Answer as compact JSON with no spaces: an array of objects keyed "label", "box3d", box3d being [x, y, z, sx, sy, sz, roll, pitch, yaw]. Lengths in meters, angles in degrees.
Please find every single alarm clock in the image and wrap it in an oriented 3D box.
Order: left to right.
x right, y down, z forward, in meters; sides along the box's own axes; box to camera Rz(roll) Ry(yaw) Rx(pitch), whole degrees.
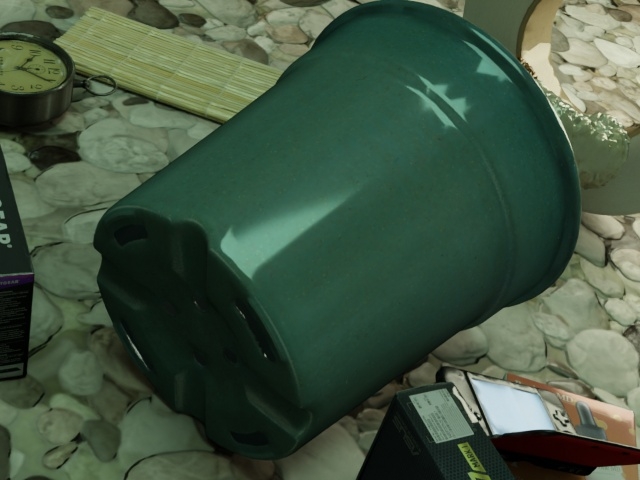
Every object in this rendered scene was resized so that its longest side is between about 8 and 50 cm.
[{"label":"alarm clock","box3d":[-0.335,-0.185,1.204,0.192,0.064,0.129,1,42,-15]}]

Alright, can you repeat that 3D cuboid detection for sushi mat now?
[{"label":"sushi mat","box3d":[-0.181,-0.221,1.337,0.317,0.019,0.151,19,39,2]}]

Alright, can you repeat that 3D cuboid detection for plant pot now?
[{"label":"plant pot","box3d":[0.000,0.000,0.935,0.341,0.341,0.334,38,52,22]}]

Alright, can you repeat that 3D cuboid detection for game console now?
[{"label":"game console","box3d":[0.184,0.140,0.831,0.144,0.085,0.124,17,36,-31]}]

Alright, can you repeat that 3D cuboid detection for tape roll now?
[{"label":"tape roll","box3d":[0.339,-0.223,1.239,0.072,0.392,0.392,-24,55,-38]}]

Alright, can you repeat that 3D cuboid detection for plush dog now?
[{"label":"plush dog","box3d":[0.189,-0.130,1.197,0.262,0.210,0.225,-37,35,-10]}]

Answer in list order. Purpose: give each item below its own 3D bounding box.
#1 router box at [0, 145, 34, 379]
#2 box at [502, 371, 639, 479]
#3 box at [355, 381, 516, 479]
[{"label":"router box","box3d":[-0.300,0.017,0.933,0.046,0.133,0.179,-5,44,-26]},{"label":"box","box3d":[0.204,0.222,0.912,0.130,0.091,0.170,17,40,-1]},{"label":"box","box3d":[0.103,0.252,0.770,0.059,0.183,0.232,-7,47,-26]}]
